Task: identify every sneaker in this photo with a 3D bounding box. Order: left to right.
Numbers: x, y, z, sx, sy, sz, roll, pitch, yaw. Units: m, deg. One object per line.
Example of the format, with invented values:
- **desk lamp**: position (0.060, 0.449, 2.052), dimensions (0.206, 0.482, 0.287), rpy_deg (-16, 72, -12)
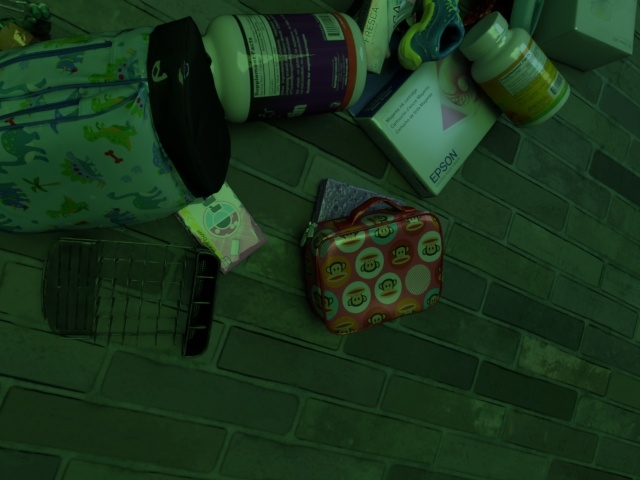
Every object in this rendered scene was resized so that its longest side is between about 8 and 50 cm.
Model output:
- **sneaker**: position (0.177, -0.542, 0.937), dimensions (0.131, 0.112, 0.319), rpy_deg (41, 83, -25)
- **sneaker**: position (0.268, -0.463, 0.899), dimensions (0.091, 0.126, 0.240), rpy_deg (35, 81, -43)

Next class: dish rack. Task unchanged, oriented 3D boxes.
- **dish rack**: position (-0.322, 0.095, 0.724), dimensions (0.272, 0.074, 0.208), rpy_deg (6, 107, -22)

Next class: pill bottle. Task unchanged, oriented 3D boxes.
- **pill bottle**: position (-0.089, -0.318, 0.784), dimensions (0.323, 0.181, 0.181), rpy_deg (-13, 96, -21)
- **pill bottle**: position (0.431, -0.383, 0.955), dimensions (0.246, 0.136, 0.136), rpy_deg (38, 77, -20)

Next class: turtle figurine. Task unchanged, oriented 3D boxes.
- **turtle figurine**: position (-0.458, -0.295, 0.663), dimensions (0.175, 0.118, 0.234), rpy_deg (-42, 124, 19)

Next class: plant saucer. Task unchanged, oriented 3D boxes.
- **plant saucer**: position (0.502, -0.606, 0.983), dimensions (0.317, 0.044, 0.317), rpy_deg (-45, 144, -47)

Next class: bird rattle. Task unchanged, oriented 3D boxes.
- **bird rattle**: position (0.415, -0.629, 0.985), dimensions (0.143, 0.207, 0.253), rpy_deg (26, 73, 3)

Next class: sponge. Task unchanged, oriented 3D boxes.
- **sponge**: position (0.087, -0.055, 0.937), dimensions (0.210, 0.031, 0.117), rpy_deg (13, 87, -26)

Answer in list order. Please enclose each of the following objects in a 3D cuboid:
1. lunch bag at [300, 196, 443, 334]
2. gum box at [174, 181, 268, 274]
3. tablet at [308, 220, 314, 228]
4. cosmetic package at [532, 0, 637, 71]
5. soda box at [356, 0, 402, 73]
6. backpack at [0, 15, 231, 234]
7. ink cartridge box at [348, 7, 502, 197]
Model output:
- **lunch bag**: position (0.112, 0.039, 0.877), dimensions (0.293, 0.120, 0.258), rpy_deg (-12, 109, -18)
- **gum box**: position (-0.201, -0.043, 0.805), dimensions (0.107, 0.062, 0.188), rpy_deg (-39, 105, -18)
- **tablet**: position (0.000, 0.000, 0.920), dimensions (0.054, 0.006, 0.083), rpy_deg (-1, 91, -22)
- **cosmetic package**: position (0.708, -0.609, 1.133), dimensions (0.224, 0.138, 0.224), rpy_deg (7, 90, -22)
- **soda box**: position (0.109, -0.430, 0.840), dimensions (0.063, 0.058, 0.183), rpy_deg (10, 110, -19)
- **backpack**: position (-0.338, -0.146, 0.611), dimensions (0.356, 0.290, 0.273), rpy_deg (6, 62, 0)
- **ink cartridge box**: position (0.247, -0.326, 0.984), dimensions (0.330, 0.071, 0.324), rpy_deg (45, 75, -18)
